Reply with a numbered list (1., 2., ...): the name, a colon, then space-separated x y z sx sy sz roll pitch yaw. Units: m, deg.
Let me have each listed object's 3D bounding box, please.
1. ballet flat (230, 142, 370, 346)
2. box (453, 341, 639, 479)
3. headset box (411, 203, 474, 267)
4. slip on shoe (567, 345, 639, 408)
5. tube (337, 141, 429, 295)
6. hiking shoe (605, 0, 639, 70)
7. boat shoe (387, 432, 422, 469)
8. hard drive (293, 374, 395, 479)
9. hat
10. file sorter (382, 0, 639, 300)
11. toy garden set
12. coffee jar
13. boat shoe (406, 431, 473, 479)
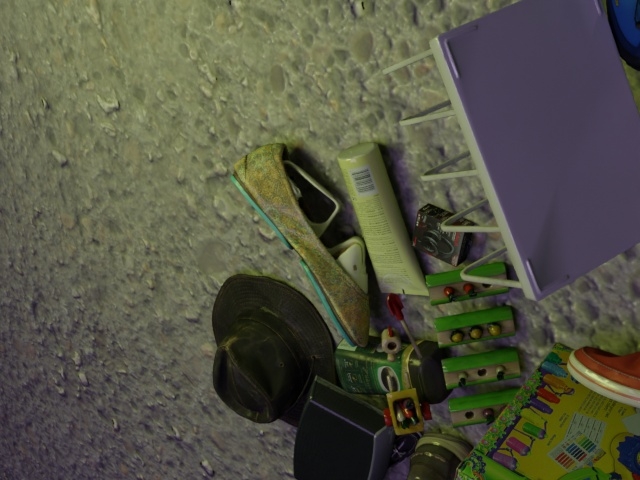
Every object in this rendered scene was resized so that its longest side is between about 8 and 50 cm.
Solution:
1. ballet flat: 0.000 0.000 1.155 0.348 0.123 0.123 55 136 1
2. box: 0.337 0.317 0.910 0.279 0.290 0.177 27 128 28
3. headset box: 0.173 -0.006 1.050 0.083 0.032 0.062 27 129 28
4. slip on shoe: 0.450 0.150 0.858 0.331 0.123 0.101 3 93 40
5. tube: 0.089 -0.023 1.100 0.070 0.062 0.240 -116 5 -70
6. hiking shoe: 0.310 -0.300 0.694 0.113 0.132 0.304 17 124 33
7. boat shoe: 0.130 0.359 1.290 0.046 0.038 0.125 48 136 5
8. hard drive: 0.032 0.362 1.300 0.172 0.054 0.254 26 132 18
9. hat: -0.120 0.230 1.365 0.331 0.134 0.331 21 126 32
10. file sorter: 0.213 -0.107 0.827 0.277 0.193 0.173 67 162 -11
11. toy garden set: 0.175 0.167 1.058 0.204 0.049 0.244 -11 110 7
12. coffee jar: 0.116 0.200 1.183 0.184 0.079 0.096 0 111 41
13. boat shoe: 0.220 0.487 1.220 0.132 0.130 0.355 -17 102 45
